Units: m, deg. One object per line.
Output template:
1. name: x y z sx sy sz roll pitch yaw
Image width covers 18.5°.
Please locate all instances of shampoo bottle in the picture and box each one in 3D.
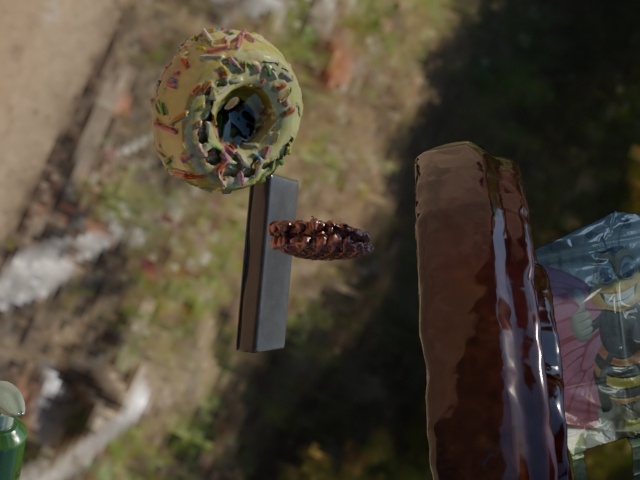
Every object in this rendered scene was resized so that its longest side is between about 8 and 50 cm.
1. shampoo bottle: -0.320 0.224 1.914 0.065 0.065 0.204 -53 161 -55

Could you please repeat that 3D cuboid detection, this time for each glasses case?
1. glasses case: -0.060 0.023 2.098 0.072 0.042 0.190 5 90 -71

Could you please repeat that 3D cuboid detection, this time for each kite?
1. kite: 0.274 0.153 1.705 0.022 0.204 0.360 -168 -112 -66

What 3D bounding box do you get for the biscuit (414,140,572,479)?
1. biscuit: 0.128 0.133 1.381 0.407 0.091 0.407 -7 90 -84

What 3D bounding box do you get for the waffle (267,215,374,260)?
1. waffle: 0.000 0.000 1.547 0.083 0.075 0.029 14 79 -52

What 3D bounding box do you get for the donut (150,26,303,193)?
1. donut: -0.088 -0.127 1.963 0.175 0.068 0.174 -16 117 -35
